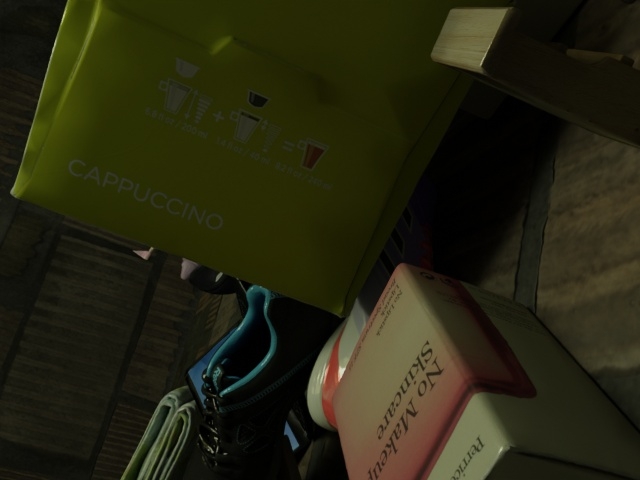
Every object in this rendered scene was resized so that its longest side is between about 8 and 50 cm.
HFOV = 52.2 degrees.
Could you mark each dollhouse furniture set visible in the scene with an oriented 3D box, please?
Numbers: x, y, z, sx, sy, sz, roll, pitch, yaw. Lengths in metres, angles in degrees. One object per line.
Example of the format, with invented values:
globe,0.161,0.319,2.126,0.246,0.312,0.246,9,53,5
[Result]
dollhouse furniture set,0.210,-0.203,0.443,0.212,0.161,0.242,-113,44,-69

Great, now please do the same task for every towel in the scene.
towel,-0.272,0.429,1.274,0.320,0.090,0.374,-61,-12,0

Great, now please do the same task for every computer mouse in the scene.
computer mouse,-0.123,0.028,0.966,0.262,0.184,0.060,-34,74,31

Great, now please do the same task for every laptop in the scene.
laptop,-0.121,0.210,0.953,0.234,0.136,0.264,56,163,28

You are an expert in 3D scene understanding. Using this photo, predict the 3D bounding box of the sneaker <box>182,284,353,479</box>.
sneaker,-0.098,0.192,0.765,0.125,0.139,0.341,31,97,42

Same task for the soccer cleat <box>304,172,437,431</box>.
soccer cleat,0.088,0.062,0.718,0.116,0.108,0.318,1,64,47

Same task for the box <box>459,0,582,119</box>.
box,0.207,-0.268,0.670,0.113,0.094,0.275,-84,20,-44

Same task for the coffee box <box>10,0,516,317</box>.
coffee box,-0.068,-0.181,0.692,0.334,0.337,0.338,-102,36,-65

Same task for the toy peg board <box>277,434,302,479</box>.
toy peg board,-0.082,0.361,0.838,0.161,0.079,0.161,-56,45,43

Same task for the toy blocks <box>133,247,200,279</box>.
toy blocks,-0.235,-0.004,1.500,0.260,0.288,0.309,-62,10,-20

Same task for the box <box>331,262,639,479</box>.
box,0.104,0.139,0.459,0.232,0.126,0.149,-108,40,-68
